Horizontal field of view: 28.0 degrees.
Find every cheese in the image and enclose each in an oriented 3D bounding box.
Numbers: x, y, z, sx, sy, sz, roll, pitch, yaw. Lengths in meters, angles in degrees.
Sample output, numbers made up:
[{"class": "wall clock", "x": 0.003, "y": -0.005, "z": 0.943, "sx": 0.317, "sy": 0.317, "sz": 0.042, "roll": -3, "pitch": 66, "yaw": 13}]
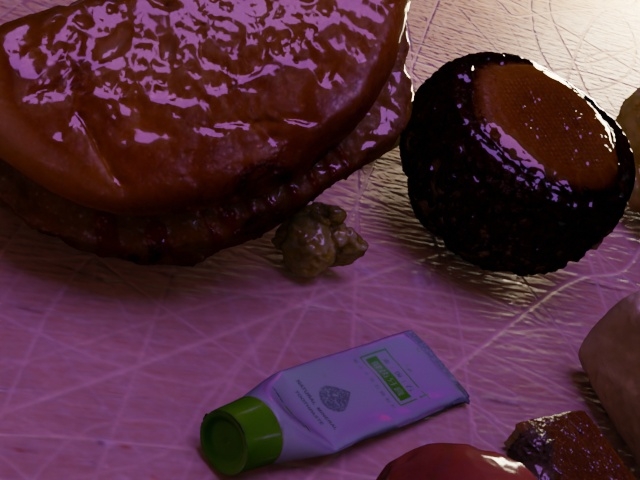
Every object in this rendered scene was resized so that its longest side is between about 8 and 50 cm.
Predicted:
[{"class": "cheese", "x": 0.308, "y": 0.136, "z": 1.135, "sx": 0.093, "sy": 0.123, "sz": 0.167, "roll": 0, "pitch": 47, "yaw": -28}]

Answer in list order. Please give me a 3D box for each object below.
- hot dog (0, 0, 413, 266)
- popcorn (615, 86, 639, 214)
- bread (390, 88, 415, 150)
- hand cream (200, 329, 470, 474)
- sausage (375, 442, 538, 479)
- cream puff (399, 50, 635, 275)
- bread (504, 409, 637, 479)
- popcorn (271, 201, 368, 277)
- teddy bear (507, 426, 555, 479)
[{"class": "hot dog", "x": -0.086, "y": -0.108, "z": 1.038, "sx": 0.405, "sy": 0.185, "sz": 0.223, "roll": -25, "pitch": 91, "yaw": -18}, {"class": "popcorn", "x": 0.428, "y": -0.096, "z": 1.481, "sx": 0.203, "sy": 0.226, "sz": 0.200, "roll": 6, "pitch": -17, "yaw": 32}, {"class": "bread", "x": 0.011, "y": -0.182, "z": 1.338, "sx": 0.147, "sy": 0.098, "sz": 0.217, "roll": -14, "pitch": 55, "yaw": -48}, {"class": "hand cream", "x": 0.019, "y": 0.127, "z": 1.019, "sx": 0.275, "sy": 0.050, "sz": 0.079, "roll": -12, "pitch": 80, "yaw": -49}, {"class": "sausage", "x": 0.080, "y": 0.234, "z": 0.842, "sx": 0.148, "sy": 0.148, "sz": 0.254, "roll": 29, "pitch": 36, "yaw": -1}, {"class": "cream puff", "x": 0.182, "y": -0.071, "z": 1.259, "sx": 0.239, "sy": 0.165, "sz": 0.239, "roll": 19, "pitch": 43, "yaw": -19}, {"class": "bread", "x": 0.214, "y": 0.191, "z": 1.076, "sx": 0.090, "sy": 0.035, "sz": 0.094, "roll": -5, "pitch": 48, "yaw": -39}, {"class": "popcorn", "x": -0.001, "y": 0.003, "z": 1.136, "sx": 0.083, "sy": 0.059, "sz": 0.068, "roll": 13, "pitch": 78, "yaw": -11}, {"class": "teddy bear", "x": 0.167, "y": 0.229, "z": 0.967, "sx": 0.119, "sy": 0.078, "sz": 0.160, "roll": -26, "pitch": 41, "yaw": -4}]
